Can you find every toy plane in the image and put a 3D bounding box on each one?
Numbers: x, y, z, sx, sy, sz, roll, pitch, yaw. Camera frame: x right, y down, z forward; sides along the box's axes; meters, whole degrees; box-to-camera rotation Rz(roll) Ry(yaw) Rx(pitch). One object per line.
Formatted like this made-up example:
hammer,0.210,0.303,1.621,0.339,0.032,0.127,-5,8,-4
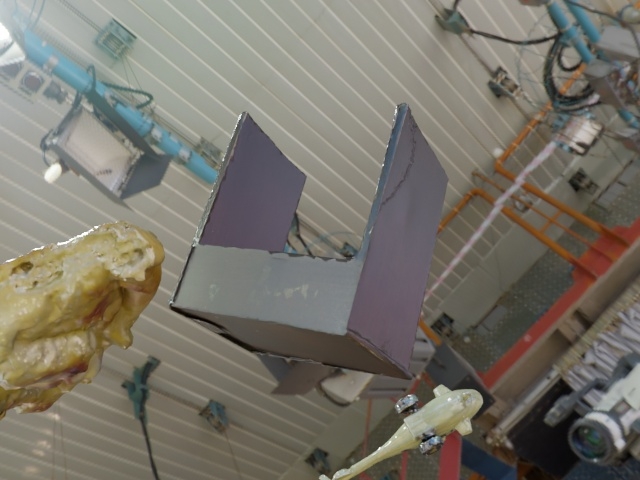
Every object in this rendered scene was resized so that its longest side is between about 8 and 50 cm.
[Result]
toy plane,0.129,0.316,0.998,0.287,0.092,0.108,-29,-35,-6

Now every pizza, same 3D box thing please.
pizza,-0.237,0.090,0.496,0.223,0.089,0.323,-20,-13,-38

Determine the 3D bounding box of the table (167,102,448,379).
table,0.000,0.000,0.811,0.196,0.251,0.281,42,-123,-52
